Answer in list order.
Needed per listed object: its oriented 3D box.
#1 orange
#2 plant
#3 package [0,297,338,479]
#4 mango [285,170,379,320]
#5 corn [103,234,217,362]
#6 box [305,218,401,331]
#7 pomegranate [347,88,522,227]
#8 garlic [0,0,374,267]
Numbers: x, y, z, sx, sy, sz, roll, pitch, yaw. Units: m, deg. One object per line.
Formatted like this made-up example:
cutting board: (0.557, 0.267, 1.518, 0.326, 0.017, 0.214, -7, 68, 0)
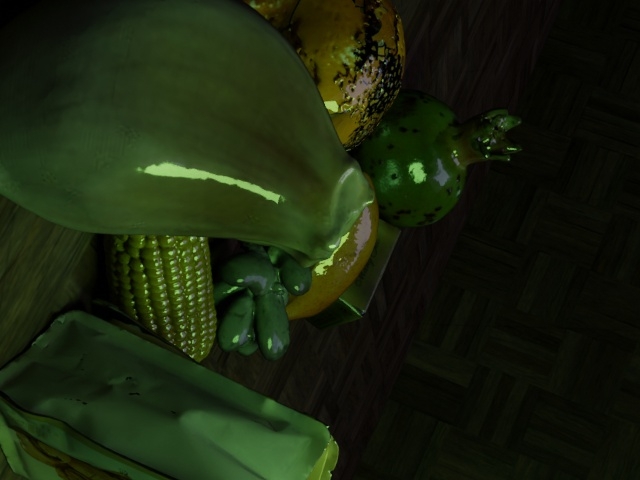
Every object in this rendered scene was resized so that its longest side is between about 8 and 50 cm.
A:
orange: (-0.030, -0.192, 1.141, 0.182, 0.234, 0.234, 40, 72, -75)
plant: (-0.065, 0.019, 1.465, 0.149, 0.146, 0.274, 26, 84, -63)
package: (-0.144, 0.195, 1.102, 0.165, 0.311, 0.221, -56, 160, -32)
mango: (0.000, 0.000, 1.694, 0.252, 0.154, 0.126, -59, 176, 16)
corn: (-0.172, 0.035, 1.188, 0.322, 0.119, 0.119, 89, 26, -44)
box: (0.041, 0.058, 1.879, 0.159, 0.071, 0.240, -62, -171, -16)
pomegranate: (0.173, -0.127, 1.857, 0.231, 0.286, 0.231, -24, 121, -45)
garlic: (-0.154, -0.082, 0.938, 0.231, 0.340, 0.246, 162, -79, -65)
